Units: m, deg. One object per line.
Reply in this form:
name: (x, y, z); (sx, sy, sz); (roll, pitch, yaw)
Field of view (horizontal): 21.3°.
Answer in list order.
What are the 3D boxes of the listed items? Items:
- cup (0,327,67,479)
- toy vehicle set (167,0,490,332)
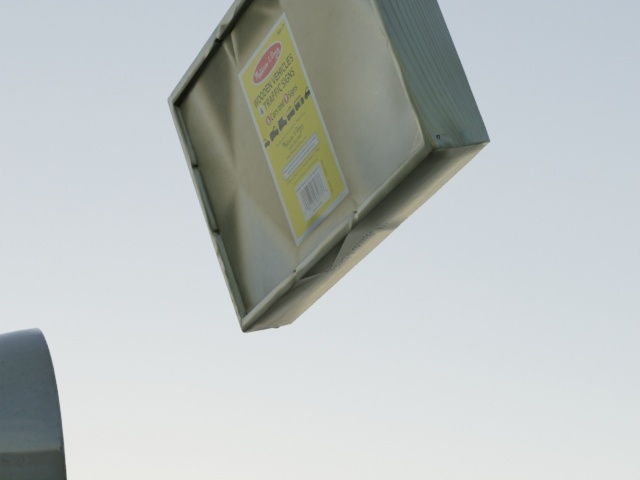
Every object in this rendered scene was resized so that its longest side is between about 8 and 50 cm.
cup: (-0.414, 0.266, 1.838); (0.237, 0.331, 0.331); (-3, -19, -18)
toy vehicle set: (-0.007, -0.070, 0.968); (0.035, 0.166, 0.267); (-10, -18, -28)
